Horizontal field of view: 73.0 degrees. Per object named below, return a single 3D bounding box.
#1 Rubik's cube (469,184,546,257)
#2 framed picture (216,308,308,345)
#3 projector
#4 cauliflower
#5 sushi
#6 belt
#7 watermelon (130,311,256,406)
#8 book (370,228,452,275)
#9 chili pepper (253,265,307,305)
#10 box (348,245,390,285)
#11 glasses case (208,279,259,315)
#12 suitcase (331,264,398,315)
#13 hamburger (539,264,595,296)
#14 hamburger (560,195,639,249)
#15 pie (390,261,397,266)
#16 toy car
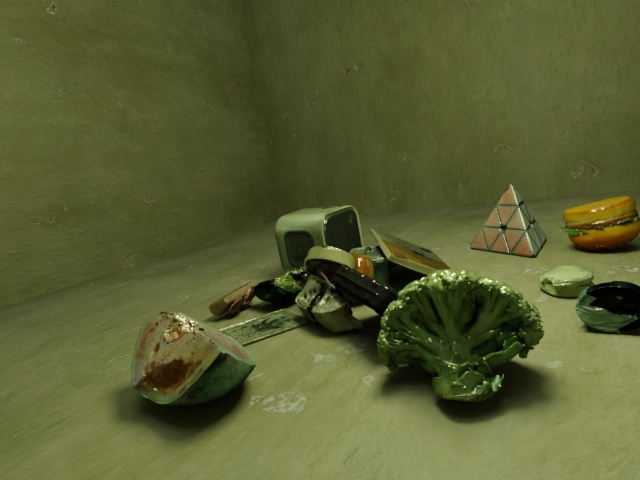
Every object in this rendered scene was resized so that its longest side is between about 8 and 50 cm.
[{"bbox_3d":[0.768,-0.037,1.718,0.228,0.233,0.228,-49,-22,-13],"label":"Rubik's cube"},{"bbox_3d":[-0.172,0.253,1.266,0.231,0.010,0.173,-14,11,-29],"label":"framed picture"},{"bbox_3d":[0.000,0.000,1.728,0.249,0.248,0.249,-1,15,41],"label":"projector"},{"bbox_3d":[0.264,0.191,0.809,0.272,0.275,0.250,19,44,-14],"label":"cauliflower"},{"bbox_3d":[0.012,0.196,1.204,0.109,0.134,0.273,-29,34,-11],"label":"sushi"},{"bbox_3d":[0.630,0.143,0.933,0.140,0.105,0.058,-9,4,33],"label":"belt"},{"bbox_3d":[-0.269,0.276,0.927,0.322,0.188,0.175,17,71,54],"label":"watermelon"},{"bbox_3d":[0.326,0.048,1.535,0.269,0.032,0.389,19,13,-8],"label":"book"},{"bbox_3d":[-0.099,0.163,1.487,0.148,0.116,0.265,-15,2,44],"label":"chili pepper"},{"bbox_3d":[0.181,0.087,1.568,0.162,0.130,0.227,-7,9,12],"label":"box"},{"bbox_3d":[-0.266,0.197,1.447,0.103,0.070,0.193,-26,2,31],"label":"glasses case"},{"bbox_3d":[0.158,0.153,1.077,0.206,0.066,0.285,35,-5,-19],"label":"suitcase"},{"bbox_3d":[0.681,0.111,1.196,0.133,0.062,0.140,-9,12,4],"label":"hamburger"},{"bbox_3d":[0.996,-0.052,1.535,0.246,0.169,0.246,-16,0,0],"label":"hamburger"},{"bbox_3d":[0.248,0.069,1.827,0.241,0.054,0.240,-10,11,2],"label":"pie"},{"bbox_3d":[0.037,0.085,1.354,0.235,0.145,0.235,13,-27,7],"label":"toy car"}]
